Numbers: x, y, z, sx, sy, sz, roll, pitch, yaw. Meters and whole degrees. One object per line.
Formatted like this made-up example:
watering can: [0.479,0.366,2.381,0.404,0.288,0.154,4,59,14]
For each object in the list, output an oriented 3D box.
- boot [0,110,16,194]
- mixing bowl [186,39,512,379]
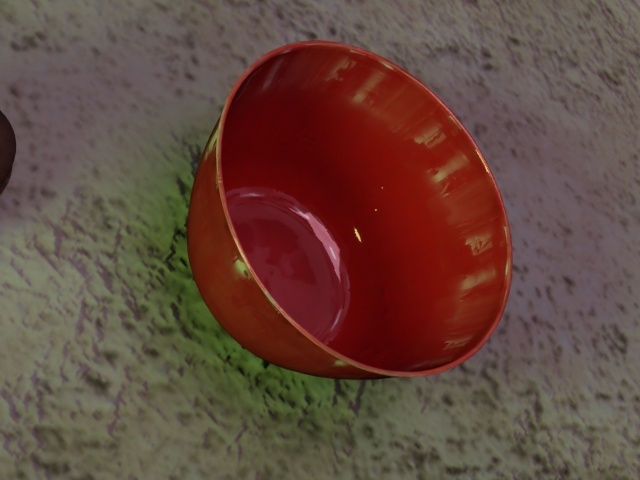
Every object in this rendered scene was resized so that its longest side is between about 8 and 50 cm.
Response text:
boot: [-0.171,-0.080,0.678,0.248,0.207,0.090,7,58,-52]
mixing bowl: [0.000,0.000,0.861,0.181,0.098,0.181,17,58,-29]
